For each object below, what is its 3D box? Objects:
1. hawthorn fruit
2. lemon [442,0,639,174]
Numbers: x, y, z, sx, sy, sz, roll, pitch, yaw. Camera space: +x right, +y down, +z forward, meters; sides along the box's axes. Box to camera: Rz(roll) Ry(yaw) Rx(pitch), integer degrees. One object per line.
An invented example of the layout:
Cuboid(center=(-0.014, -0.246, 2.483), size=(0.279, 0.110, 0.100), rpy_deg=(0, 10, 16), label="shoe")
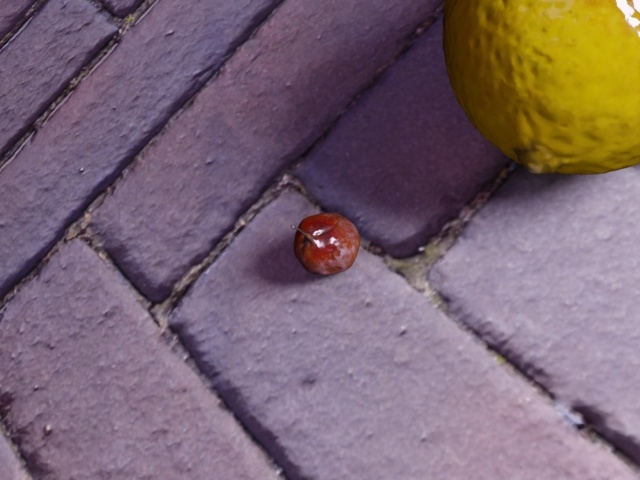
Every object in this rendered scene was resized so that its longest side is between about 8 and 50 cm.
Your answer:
Cuboid(center=(0.000, 0.000, 0.908), size=(0.067, 0.103, 0.066), rpy_deg=(-3, 80, 18), label="hawthorn fruit")
Cuboid(center=(0.229, -0.188, 0.790), size=(0.268, 0.267, 0.267), rpy_deg=(-15, 57, 23), label="lemon")
